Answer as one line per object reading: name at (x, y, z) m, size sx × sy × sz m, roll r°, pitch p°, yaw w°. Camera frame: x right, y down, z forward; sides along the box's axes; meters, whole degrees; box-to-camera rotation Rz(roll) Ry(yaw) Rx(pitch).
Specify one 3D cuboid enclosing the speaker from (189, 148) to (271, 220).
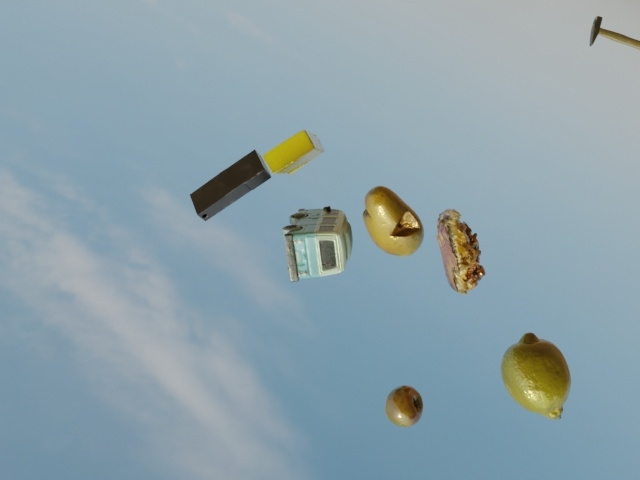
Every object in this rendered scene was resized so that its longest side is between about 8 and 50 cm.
speaker at (-0.238, -0.144, 1.699) m, size 0.044 × 0.218 × 0.082 m, roll 43°, pitch -165°, yaw -55°

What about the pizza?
pizza at (0.326, 0.026, 1.482) m, size 0.086 × 0.305 × 0.161 m, roll -19°, pitch -122°, yaw 4°

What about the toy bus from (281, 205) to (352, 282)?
toy bus at (0.000, 0.000, 1.668) m, size 0.165 × 0.133 × 0.271 m, roll -5°, pitch -164°, yaw 7°

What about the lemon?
lemon at (0.607, 0.384, 1.808) m, size 0.184 × 0.184 × 0.248 m, roll -3°, pitch -107°, yaw -41°

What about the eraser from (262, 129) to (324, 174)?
eraser at (-0.049, -0.171, 1.267) m, size 0.045 × 0.097 × 0.122 m, roll 59°, pitch -169°, yaw 2°

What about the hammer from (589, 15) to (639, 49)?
hammer at (0.613, -0.370, 1.231) m, size 0.199 × 0.062 × 0.013 m, roll 20°, pitch 170°, yaw 1°

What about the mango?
mango at (0.219, -0.059, 1.977) m, size 0.262 × 0.167 × 0.130 m, roll 50°, pitch -130°, yaw -28°

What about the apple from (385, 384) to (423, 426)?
apple at (0.180, 0.356, 1.387) m, size 0.075 × 0.089 × 0.089 m, roll -1°, pitch -161°, yaw 28°
